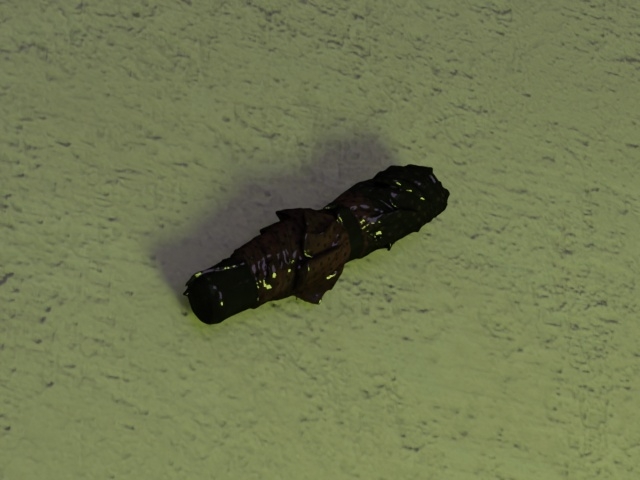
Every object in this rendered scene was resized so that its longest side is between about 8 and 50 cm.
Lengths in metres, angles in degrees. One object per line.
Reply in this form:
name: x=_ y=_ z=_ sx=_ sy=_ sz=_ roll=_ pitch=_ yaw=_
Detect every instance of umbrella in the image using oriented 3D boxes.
umbrella: x=0.000 y=0.000 z=1.720 sx=0.326 sy=0.094 sz=0.090 roll=-26 pitch=64 yaw=-36
